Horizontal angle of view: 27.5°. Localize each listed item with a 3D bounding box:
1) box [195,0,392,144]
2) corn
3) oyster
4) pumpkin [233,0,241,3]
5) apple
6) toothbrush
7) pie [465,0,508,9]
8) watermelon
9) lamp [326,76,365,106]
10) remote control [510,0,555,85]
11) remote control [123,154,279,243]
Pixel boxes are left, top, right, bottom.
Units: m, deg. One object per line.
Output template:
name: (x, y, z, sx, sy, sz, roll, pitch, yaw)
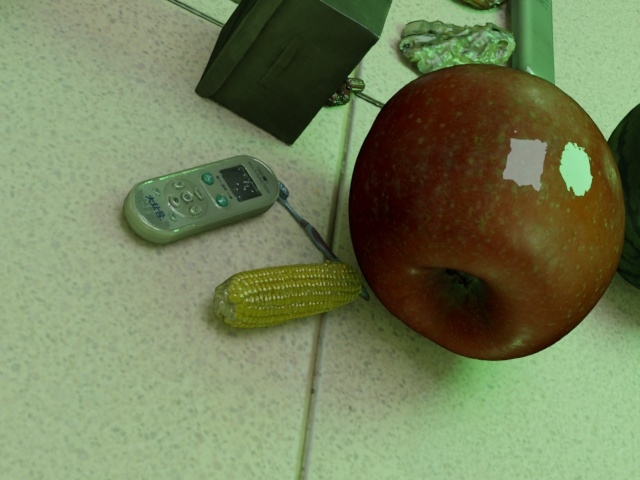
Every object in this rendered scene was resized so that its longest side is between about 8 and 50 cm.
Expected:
box: (-0.030, -0.264, 1.662, 0.149, 0.231, 0.155, 29, 45, -13)
corn: (-0.038, 0.061, 1.518, 0.206, 0.067, 0.067, -10, 63, -40)
oyster: (0.215, -0.294, 1.981, 0.209, 0.072, 0.133, 13, 47, -25)
pumpkin: (-0.083, -0.437, 1.862, 0.217, 0.110, 0.217, 24, 45, -26)
apple: (0.194, -0.031, 1.560, 0.348, 0.348, 0.277, 34, 53, -8)
toothbrush: (0.000, 0.000, 1.630, 0.193, 0.019, 0.013, 51, 43, 8)
pie: (0.251, -0.415, 2.128, 0.170, 0.034, 0.092, -3, 62, -42)
watermelon: (0.528, -0.058, 1.861, 0.279, 0.279, 0.359, 30, 48, -12)
lamp: (0.023, -0.216, 1.811, 0.063, 0.031, 0.083, 42, 48, 2)
remote control: (0.348, -0.349, 2.135, 0.090, 0.038, 0.309, 35, 42, -30)
remote control: (-0.140, -0.048, 1.552, 0.221, 0.042, 0.078, -19, 68, -44)
